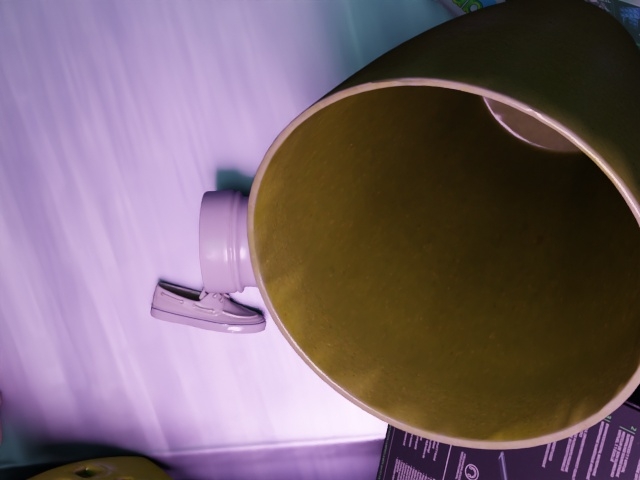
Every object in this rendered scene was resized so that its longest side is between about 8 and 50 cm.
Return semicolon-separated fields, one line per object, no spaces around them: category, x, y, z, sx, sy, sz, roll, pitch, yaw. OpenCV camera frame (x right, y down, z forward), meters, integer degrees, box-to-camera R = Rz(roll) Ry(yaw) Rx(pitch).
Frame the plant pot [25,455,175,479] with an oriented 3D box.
plant pot;-0.198;0.311;1.134;0.207;0.227;0.228;14;102;-43

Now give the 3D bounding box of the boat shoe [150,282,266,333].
boat shoe;-0.094;0.055;1.219;0.100;0.035;0.035;10;103;8

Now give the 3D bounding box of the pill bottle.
pill bottle;0.000;0.000;1.164;0.187;0.112;0.112;-2;100;4

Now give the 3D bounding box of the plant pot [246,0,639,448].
plant pot;0.132;-0.052;1.013;0.275;0.293;0.274;12;126;18

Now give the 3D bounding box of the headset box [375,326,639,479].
headset box;0.190;0.196;1.091;0.283;0.131;0.246;24;112;39

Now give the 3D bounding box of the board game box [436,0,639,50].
board game box;0.201;-0.223;1.142;0.305;0.053;0.193;41;100;-4

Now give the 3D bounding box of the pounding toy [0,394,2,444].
pounding toy;-0.364;0.166;1.192;0.269;0.154;0.155;42;99;-4
